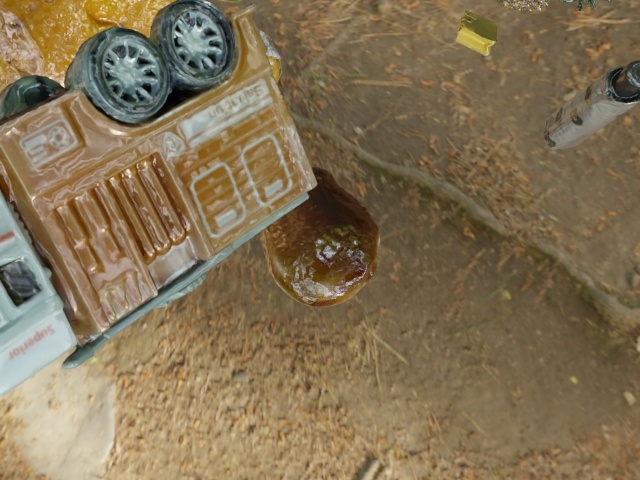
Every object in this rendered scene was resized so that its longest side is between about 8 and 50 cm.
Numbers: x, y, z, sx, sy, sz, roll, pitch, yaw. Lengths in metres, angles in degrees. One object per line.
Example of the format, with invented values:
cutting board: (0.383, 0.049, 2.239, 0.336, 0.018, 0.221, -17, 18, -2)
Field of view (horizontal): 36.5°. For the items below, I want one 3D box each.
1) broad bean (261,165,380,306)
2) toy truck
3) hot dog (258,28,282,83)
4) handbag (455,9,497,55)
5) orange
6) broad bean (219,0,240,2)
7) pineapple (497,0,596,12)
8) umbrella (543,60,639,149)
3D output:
broad bean: (0.000, 0.000, 0.954, 0.114, 0.165, 0.084, -28, 130, -1)
toy truck: (-0.150, -0.019, 0.571, 0.305, 0.136, 0.162, -37, 107, -38)
hot dog: (-0.127, -0.266, 1.524, 0.131, 0.252, 0.069, 17, 76, -1)
handbag: (0.239, -0.320, 1.486, 0.061, 0.083, 0.027, 24, 126, -5)
orange: (-0.343, -0.281, 1.284, 0.341, 0.293, 0.340, -6, 99, -45)
broad bean: (-0.178, -0.452, 1.579, 0.100, 0.228, 0.169, -54, 141, -7)
pineapple: (0.404, -0.455, 1.723, 0.221, 0.103, 0.083, -4, 138, -6)
umbrella: (0.437, -0.213, 1.540, 0.073, 0.337, 0.067, -20, 84, -10)
